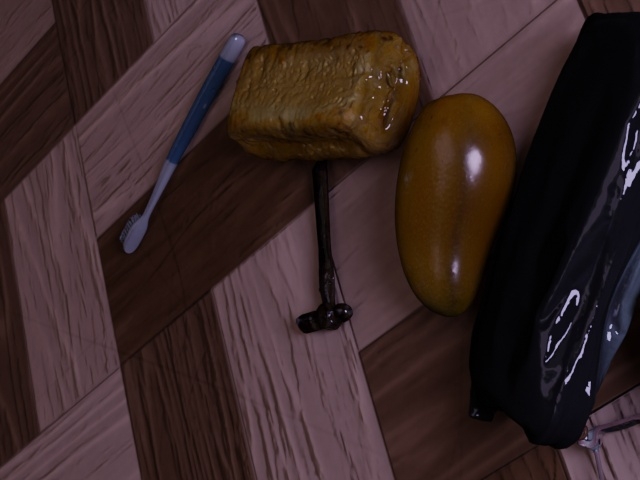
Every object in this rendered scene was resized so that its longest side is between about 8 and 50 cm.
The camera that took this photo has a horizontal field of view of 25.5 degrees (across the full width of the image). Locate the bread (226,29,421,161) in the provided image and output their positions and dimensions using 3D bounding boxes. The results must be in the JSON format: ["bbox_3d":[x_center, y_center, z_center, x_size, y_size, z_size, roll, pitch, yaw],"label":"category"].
[{"bbox_3d":[0.001,-0.131,1.319,0.211,0.083,0.114,5,77,49],"label":"bread"}]

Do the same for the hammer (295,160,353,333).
[{"bbox_3d":[0.000,0.000,1.329,0.065,0.021,0.178,-25,61,43],"label":"hammer"}]

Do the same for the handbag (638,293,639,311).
[{"bbox_3d":[0.332,0.062,0.904,0.203,0.074,0.216,-50,49,26],"label":"handbag"}]

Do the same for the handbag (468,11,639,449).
[{"bbox_3d":[0.188,-0.005,1.052,0.191,0.075,0.332,-144,69,-74],"label":"handbag"}]

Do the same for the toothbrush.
[{"bbox_3d":[-0.152,-0.105,1.531,0.275,0.019,0.025,-60,35,17],"label":"toothbrush"}]

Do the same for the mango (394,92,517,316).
[{"bbox_3d":[0.110,-0.030,1.173,0.102,0.085,0.184,10,96,45],"label":"mango"}]

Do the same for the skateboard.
[{"bbox_3d":[0.221,0.169,1.032,0.064,0.032,0.083,-21,61,32],"label":"skateboard"}]
